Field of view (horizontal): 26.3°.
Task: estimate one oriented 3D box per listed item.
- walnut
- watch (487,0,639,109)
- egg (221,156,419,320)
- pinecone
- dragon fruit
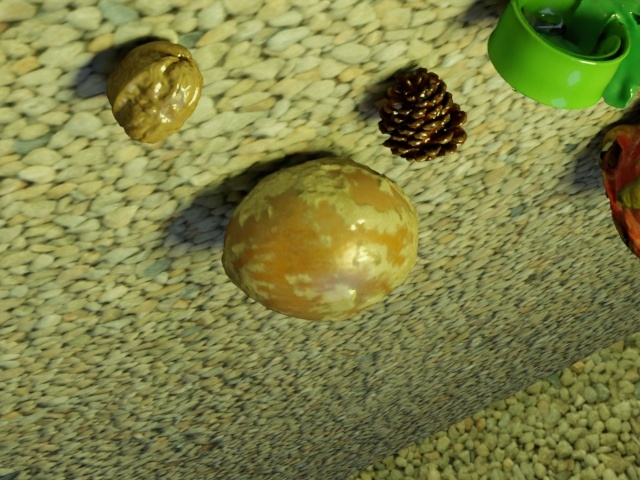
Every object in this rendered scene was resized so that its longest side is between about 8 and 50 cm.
[{"bbox_3d":[-0.151,-0.134,1.236,0.096,0.079,0.082,-41,157,26],"label":"walnut"},{"bbox_3d":[0.263,-0.199,1.389,0.152,0.165,0.131,-29,157,-42],"label":"watch"},{"bbox_3d":[0.000,0.000,1.583,0.233,0.195,0.195,-19,160,-21],"label":"egg"},{"bbox_3d":[0.110,-0.132,1.490,0.102,0.102,0.109,-23,152,0],"label":"pinecone"},{"bbox_3d":[0.508,-0.084,1.851,0.250,0.269,0.291,-17,-164,-37],"label":"dragon fruit"}]
